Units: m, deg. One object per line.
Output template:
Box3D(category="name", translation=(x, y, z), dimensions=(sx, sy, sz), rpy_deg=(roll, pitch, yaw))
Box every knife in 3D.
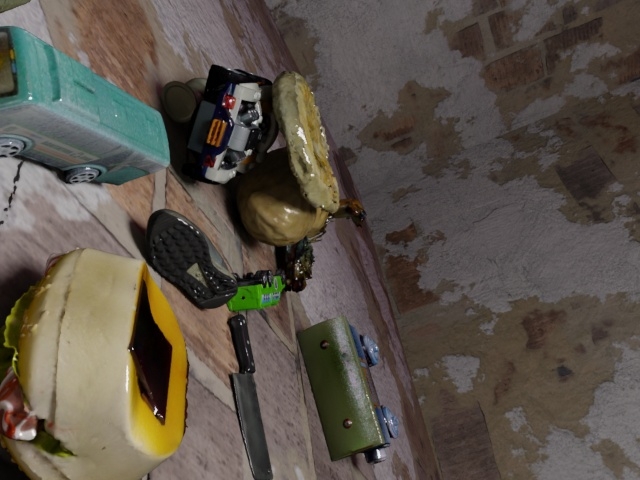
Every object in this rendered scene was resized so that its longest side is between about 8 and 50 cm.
Box3D(category="knife", translation=(-0.106, 0.218, 0.919), dimensions=(0.072, 0.019, 0.245), rpy_deg=(45, 27, -63))

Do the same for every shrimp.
Box3D(category="shrimp", translation=(0.000, 0.000, 1.376), dimensions=(0.054, 0.222, 0.290), rpy_deg=(58, 22, -31))

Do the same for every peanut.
Box3D(category="peanut", translation=(-0.072, -0.087, 1.302), dimensions=(0.192, 0.169, 0.387), rpy_deg=(57, 15, -9))

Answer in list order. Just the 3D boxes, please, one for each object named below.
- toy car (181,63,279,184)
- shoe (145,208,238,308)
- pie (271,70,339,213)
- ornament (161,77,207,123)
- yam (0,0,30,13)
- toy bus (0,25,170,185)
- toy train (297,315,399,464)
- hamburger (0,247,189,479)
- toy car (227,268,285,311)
Box3D(category="toy car", translation=(-0.144, -0.186, 1.074), dimensions=(0.301, 0.118, 0.193), rpy_deg=(-73, -176, -77))
Box3D(category="shoe", translation=(-0.176, 0.014, 0.847), dimensions=(0.077, 0.074, 0.194), rpy_deg=(62, 1, 40))
Box3D(category="pie", translation=(-0.020, -0.176, 1.147), dimensions=(0.274, 0.055, 0.274), rpy_deg=(-16, 90, -79))
Box3D(category="ornament", translation=(-0.218, -0.249, 1.121), dimensions=(0.075, 0.081, 0.156), rpy_deg=(58, 16, -8))
Box3D(category="yam", translation=(-0.308, -0.199, 0.465), dimensions=(0.259, 0.106, 0.106), rpy_deg=(-82, 149, -69))
Box3D(category="toy bus", translation=(-0.249, -0.120, 0.624), dimensions=(0.262, 0.109, 0.091), rpy_deg=(20, 56, -75))
Box3D(category="toy train", translation=(0.068, 0.308, 1.325), dimensions=(0.202, 0.131, 0.299), rpy_deg=(43, 27, -64))
Box3D(category="hamburger", translation=(-0.182, 0.100, 0.519), dimensions=(0.210, 0.116, 0.173), rpy_deg=(-104, 177, -54))
Box3D(category="toy car", translation=(-0.106, 0.082, 1.063), dimensions=(0.165, 0.071, 0.062), rpy_deg=(8, 76, -79))
